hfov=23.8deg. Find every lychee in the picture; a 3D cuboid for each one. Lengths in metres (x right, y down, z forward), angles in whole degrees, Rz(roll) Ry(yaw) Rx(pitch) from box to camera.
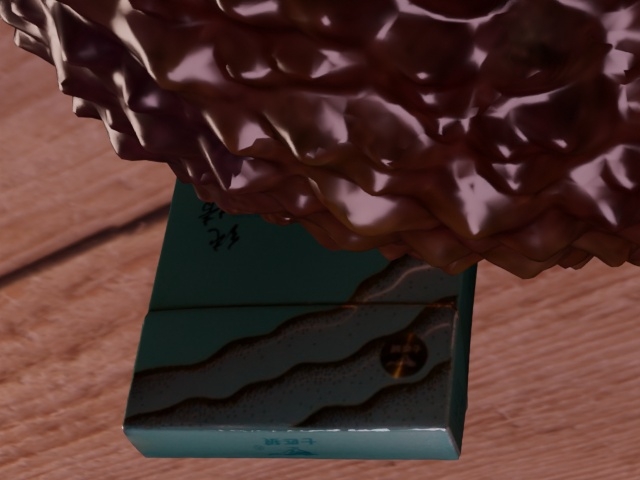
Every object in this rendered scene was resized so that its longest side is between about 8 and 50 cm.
[{"bbox_3d":[0.042,-0.128,0.479,0.330,0.306,0.306,39,150,12],"label":"lychee"}]

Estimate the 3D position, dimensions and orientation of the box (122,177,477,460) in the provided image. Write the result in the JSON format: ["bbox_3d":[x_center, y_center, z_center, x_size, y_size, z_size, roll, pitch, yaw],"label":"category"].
[{"bbox_3d":[0.000,0.000,0.768,0.162,0.229,0.041,-2,147,17],"label":"box"}]
